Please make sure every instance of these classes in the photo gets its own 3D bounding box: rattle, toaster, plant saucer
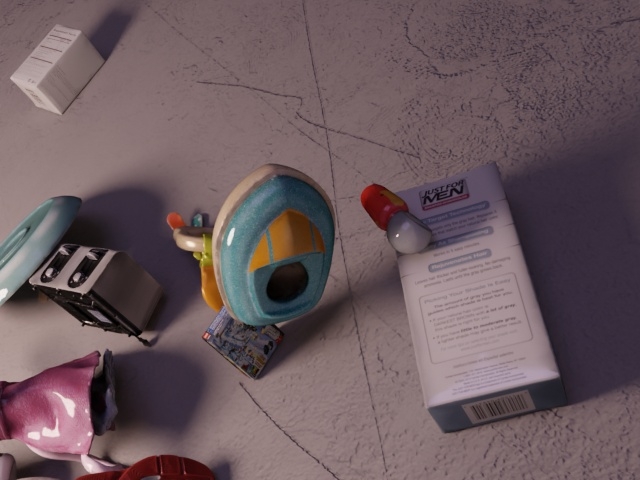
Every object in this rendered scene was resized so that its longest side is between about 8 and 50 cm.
[{"bbox_3d":[-0.219,0.031,1.469,0.130,0.142,0.200,-28,26,-38],"label":"rattle"},{"bbox_3d":[-0.391,0.091,1.421,0.168,0.185,0.110,6,58,36],"label":"toaster"},{"bbox_3d":[-0.584,0.025,1.526,0.318,0.044,0.317,-36,25,20],"label":"plant saucer"}]

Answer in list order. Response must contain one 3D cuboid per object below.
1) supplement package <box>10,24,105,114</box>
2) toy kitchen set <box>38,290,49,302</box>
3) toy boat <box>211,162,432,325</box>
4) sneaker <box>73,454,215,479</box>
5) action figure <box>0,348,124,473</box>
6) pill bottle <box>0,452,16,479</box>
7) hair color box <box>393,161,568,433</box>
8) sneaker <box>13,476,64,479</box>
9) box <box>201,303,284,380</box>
[{"bbox_3d":[-0.623,-0.408,1.888,0.105,0.105,0.179,21,68,33],"label":"supplement package"},{"bbox_3d":[-0.509,0.078,1.568,0.083,0.075,0.068,3,11,-12],"label":"toy kitchen set"},{"bbox_3d":[0.000,0.000,1.161,0.318,0.267,0.148,-18,40,-19],"label":"toy boat"},{"bbox_3d":[-0.278,0.399,1.222,0.221,0.128,0.087,1,51,-17],"label":"sneaker"},{"bbox_3d":[-0.520,0.286,1.297,0.370,0.248,0.275,-10,77,-13],"label":"action figure"},{"bbox_3d":[-0.611,0.405,1.280,0.215,0.117,0.117,2,54,-12],"label":"pill bottle"},{"bbox_3d":[0.225,0.078,1.192,0.186,0.113,0.374,-17,54,13],"label":"hair color box"},{"bbox_3d":[-0.496,0.438,1.181,0.112,0.299,0.120,-3,91,57],"label":"sneaker"},{"bbox_3d":[-0.122,0.153,1.275,0.027,0.137,0.094,18,66,40],"label":"box"}]
